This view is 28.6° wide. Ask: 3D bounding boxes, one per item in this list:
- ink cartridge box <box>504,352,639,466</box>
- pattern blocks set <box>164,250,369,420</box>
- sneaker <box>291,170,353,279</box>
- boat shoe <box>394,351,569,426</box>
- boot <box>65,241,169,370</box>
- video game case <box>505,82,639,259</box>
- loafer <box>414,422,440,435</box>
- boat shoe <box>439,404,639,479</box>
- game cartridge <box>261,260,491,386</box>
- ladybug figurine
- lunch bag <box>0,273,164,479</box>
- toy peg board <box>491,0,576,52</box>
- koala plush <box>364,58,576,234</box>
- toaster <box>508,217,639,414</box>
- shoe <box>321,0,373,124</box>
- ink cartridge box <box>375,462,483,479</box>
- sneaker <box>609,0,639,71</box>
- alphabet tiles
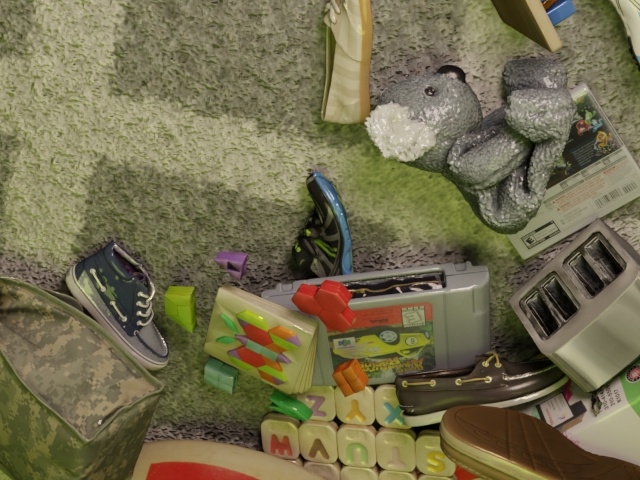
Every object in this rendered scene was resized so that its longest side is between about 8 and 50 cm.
[{"bbox_3d":[0.355,0.228,1.673,0.278,0.201,0.117,-34,113,19],"label":"ink cartridge box"},{"bbox_3d":[-0.074,0.130,1.625,0.285,0.026,0.325,17,143,18],"label":"pattern blocks set"},{"bbox_3d":[0.000,0.000,1.625,0.078,0.067,0.188,-7,123,-2],"label":"sneaker"},{"bbox_3d":[0.210,0.186,1.659,0.227,0.081,0.069,-16,96,11],"label":"boat shoe"},{"bbox_3d":[-0.249,0.091,1.679,0.086,0.069,0.190,-31,114,24],"label":"boot"},{"bbox_3d":[0.296,-0.084,1.597,0.190,0.022,0.173,-30,116,18],"label":"video game case"},{"bbox_3d":[0.176,0.239,1.763,0.062,0.061,0.170,17,119,-8],"label":"loafer"},{"bbox_3d":[0.287,0.308,1.536,0.341,0.122,0.110,24,116,-9],"label":"boat shoe"},{"bbox_3d":[0.080,0.118,1.668,0.294,0.060,0.196,-7,143,4],"label":"game cartridge"},{"bbox_3d":[-0.133,0.440,1.802,0.449,0.162,0.305,9,125,5],"label":"ladybug figurine"},{"bbox_3d":[-0.369,0.197,1.659,0.287,0.169,0.235,40,136,16],"label":"lunch bag"},{"bbox_3d":[0.227,-0.312,1.395,0.079,0.161,0.161,-33,115,1],"label":"toy peg board"},{"bbox_3d":[0.161,-0.123,1.474,0.221,0.196,0.203,16,112,0],"label":"koala plush"},{"bbox_3d":[0.346,0.087,1.588,0.168,0.186,0.110,-44,122,14],"label":"toaster"},{"bbox_3d":[0.029,-0.233,1.483,0.058,0.077,0.219,-3,122,-3],"label":"shoe"},{"bbox_3d":[0.175,0.394,1.860,0.189,0.066,0.232,-20,122,12],"label":"ink cartridge box"},{"bbox_3d":[0.386,-0.258,1.458,0.086,0.085,0.237,-27,118,21],"label":"sneaker"},{"bbox_3d":[0.055,0.320,1.799,0.284,0.021,0.278,4,120,14],"label":"alphabet tiles"}]
